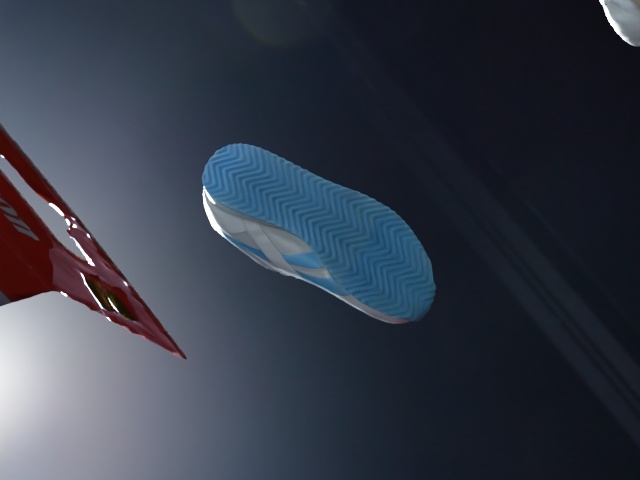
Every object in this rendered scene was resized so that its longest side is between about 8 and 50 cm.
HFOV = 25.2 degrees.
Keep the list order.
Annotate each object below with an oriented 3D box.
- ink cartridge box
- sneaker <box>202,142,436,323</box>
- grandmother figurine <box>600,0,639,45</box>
[{"bbox_3d":[-0.301,-0.034,0.896,0.385,0.308,0.091,22,-113,33],"label":"ink cartridge box"},{"bbox_3d":[0.000,0.000,1.260,0.228,0.092,0.087,33,-111,9],"label":"sneaker"},{"bbox_3d":[0.219,-0.249,0.850,0.208,0.342,0.104,21,-123,20],"label":"grandmother figurine"}]
